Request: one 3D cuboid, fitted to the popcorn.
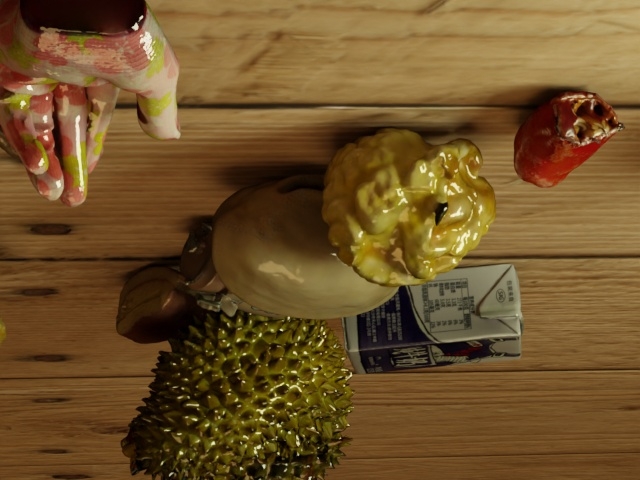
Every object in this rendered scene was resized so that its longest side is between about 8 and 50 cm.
[{"bbox_3d":[0.083,-0.036,1.672,0.180,0.180,0.170,11,-164,-38],"label":"popcorn"}]

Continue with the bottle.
[{"bbox_3d":[-0.097,0.033,1.935,0.099,0.099,0.152,-19,156,41],"label":"bottle"}]

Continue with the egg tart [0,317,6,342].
[{"bbox_3d":[-0.500,0.068,1.928,0.319,0.128,0.319,0,162,0],"label":"egg tart"}]

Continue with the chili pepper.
[{"bbox_3d":[0.222,-0.095,1.616,0.070,0.073,0.123,42,153,0],"label":"chili pepper"}]

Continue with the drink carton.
[{"bbox_3d":[0.142,0.098,2.178,0.222,0.101,0.134,-6,160,5],"label":"drink carton"}]

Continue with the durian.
[{"bbox_3d":[-0.090,0.193,2.064,0.293,0.258,0.258,-1,165,-39],"label":"durian"}]

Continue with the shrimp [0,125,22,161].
[{"bbox_3d":[-0.254,-0.087,1.501,0.047,0.126,0.223,-46,159,3],"label":"shrimp"}]

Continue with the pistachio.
[{"bbox_3d":[-0.014,0.007,1.787,0.223,0.126,0.152,11,117,-31],"label":"pistachio"}]

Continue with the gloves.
[{"bbox_3d":[-0.190,-0.126,1.366,0.145,0.126,0.241,-27,167,-22],"label":"gloves"}]

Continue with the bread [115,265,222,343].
[{"bbox_3d":[-0.191,0.079,2.106,0.119,0.067,0.192,-15,162,9],"label":"bread"}]
